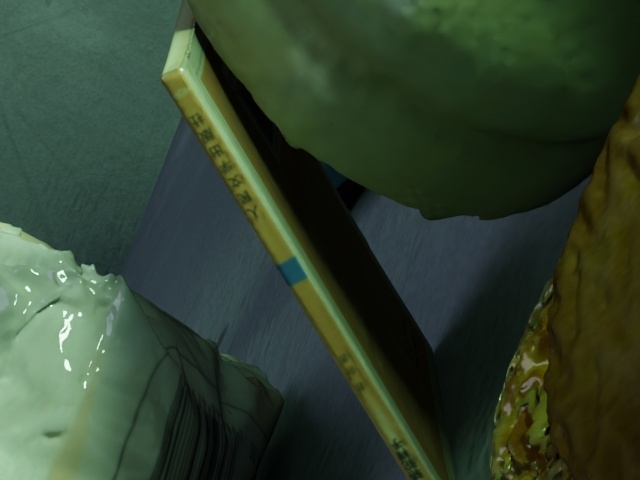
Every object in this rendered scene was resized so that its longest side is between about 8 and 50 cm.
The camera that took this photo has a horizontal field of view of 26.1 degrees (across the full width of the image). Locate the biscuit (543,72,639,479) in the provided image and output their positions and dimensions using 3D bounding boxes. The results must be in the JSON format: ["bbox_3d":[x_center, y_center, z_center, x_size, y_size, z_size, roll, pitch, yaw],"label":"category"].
[{"bbox_3d":[0.142,-0.036,0.306,0.262,0.037,0.262,-51,15,20],"label":"biscuit"}]

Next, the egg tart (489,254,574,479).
[{"bbox_3d":[0.101,0.048,0.485,0.129,0.049,0.129,-159,90,-83],"label":"egg tart"}]

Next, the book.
[{"bbox_3d":[-0.001,0.000,0.629,0.018,0.242,0.170,-27,21,10],"label":"book"}]

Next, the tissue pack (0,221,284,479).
[{"bbox_3d":[-0.149,0.202,0.817,0.375,0.195,0.390,57,-133,-59],"label":"tissue pack"}]

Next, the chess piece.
[{"bbox_3d":[0.135,-0.210,0.455,0.442,0.234,0.234,-45,23,48],"label":"chess piece"}]

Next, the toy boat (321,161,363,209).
[{"bbox_3d":[0.049,-0.157,0.994,0.136,0.079,0.392,-88,21,-52],"label":"toy boat"}]
